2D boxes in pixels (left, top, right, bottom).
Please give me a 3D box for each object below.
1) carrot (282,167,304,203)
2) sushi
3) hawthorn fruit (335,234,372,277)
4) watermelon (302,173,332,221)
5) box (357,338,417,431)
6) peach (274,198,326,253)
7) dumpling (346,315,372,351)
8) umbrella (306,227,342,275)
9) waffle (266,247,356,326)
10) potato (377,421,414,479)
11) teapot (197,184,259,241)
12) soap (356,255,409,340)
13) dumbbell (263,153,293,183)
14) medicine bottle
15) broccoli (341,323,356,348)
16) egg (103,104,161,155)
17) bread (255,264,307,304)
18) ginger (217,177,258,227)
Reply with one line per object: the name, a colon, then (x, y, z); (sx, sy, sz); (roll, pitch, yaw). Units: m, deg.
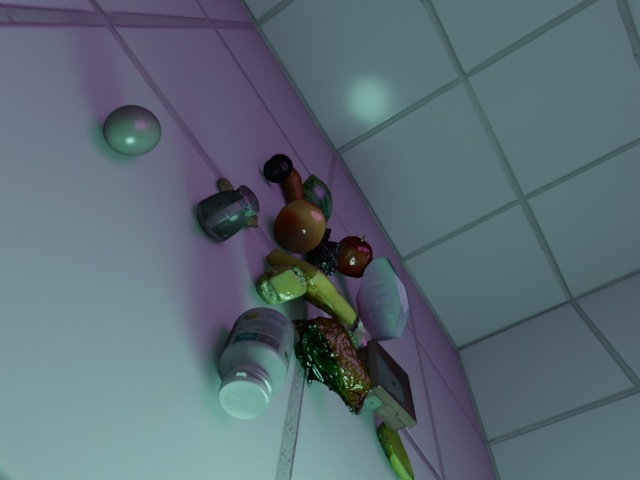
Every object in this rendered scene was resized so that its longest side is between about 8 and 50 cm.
carrot: (-0.108, -0.209, 1.841); (0.087, 0.087, 0.193); (35, 31, -57)
sushi: (0.023, 0.328, 1.237); (0.140, 0.149, 0.287); (-16, 74, -38)
hawthorn fruit: (0.142, 0.055, 1.944); (0.179, 0.200, 0.179); (20, 21, -8)
watermelon: (-0.029, -0.150, 1.974); (0.231, 0.128, 0.146); (60, 34, -14)
box: (0.206, 0.464, 1.483); (0.215, 0.086, 0.215); (49, 20, -23)
peach: (-0.066, -0.051, 1.534); (0.184, 0.184, 0.184); (54, 17, -25)
dumpling: (0.138, 0.363, 1.632); (0.176, 0.092, 0.150); (65, 5, 21)
umbrella: (0.008, 0.009, 1.762); (0.154, 0.128, 0.336); (53, 15, -20)
waffle: (-0.024, 0.134, 1.344); (0.221, 0.055, 0.248); (22, -23, 47)
potato: (0.230, 0.665, 1.455); (0.197, 0.054, 0.119); (62, 15, -4)
teapot: (-0.227, -0.077, 1.123); (0.148, 0.146, 0.116); (24, 40, -65)
soap: (0.247, 0.237, 1.854); (0.109, 0.193, 0.323); (30, 49, -61)
dumbbell: (-0.159, -0.274, 1.754); (0.099, 0.099, 0.208); (57, 17, -15)
medicine bottle: (-0.129, 0.239, 0.911); (0.135, 0.135, 0.215); (56, 16, -18)
broccoli: (0.085, 0.335, 1.533); (0.097, 0.095, 0.092); (27, -9, 7)
egg: (-0.388, -0.227, 0.955); (0.103, 0.103, 0.135); (58, 17, -13)
bread: (-0.119, 0.125, 1.226); (0.110, 0.156, 0.103); (-27, 93, -33)
ginger: (-0.236, -0.105, 1.323); (0.173, 0.051, 0.069); (59, 13, -17)
